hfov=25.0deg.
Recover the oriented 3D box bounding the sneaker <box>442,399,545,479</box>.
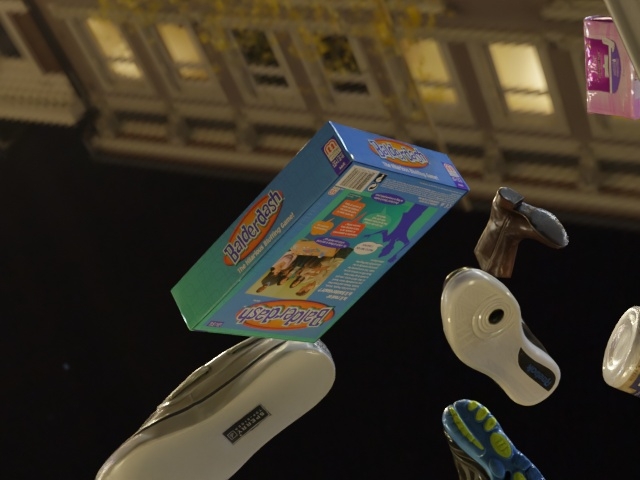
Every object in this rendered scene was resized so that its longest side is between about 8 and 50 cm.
[{"bbox_3d":[0.192,0.255,1.538,0.067,0.078,0.188,-26,-121,-12],"label":"sneaker"}]

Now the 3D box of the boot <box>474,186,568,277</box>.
[{"bbox_3d":[0.224,0.010,1.630,0.037,0.114,0.106,-21,-128,-35],"label":"boot"}]

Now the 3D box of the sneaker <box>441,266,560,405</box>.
[{"bbox_3d":[0.156,0.077,1.468,0.079,0.217,0.121,-39,-137,1],"label":"sneaker"}]

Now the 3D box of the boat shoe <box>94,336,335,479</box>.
[{"bbox_3d":[-0.111,0.170,1.422,0.267,0.096,0.088,-39,-149,4],"label":"boat shoe"}]

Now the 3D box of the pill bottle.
[{"bbox_3d":[0.405,0.144,1.585,0.169,0.094,0.094,21,-129,-5],"label":"pill bottle"}]

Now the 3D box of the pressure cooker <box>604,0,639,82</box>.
[{"bbox_3d":[0.284,-0.273,0.782,0.376,0.420,0.370,-17,-168,44],"label":"pressure cooker"}]

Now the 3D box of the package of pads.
[{"bbox_3d":[0.240,-0.141,1.171,0.032,0.083,0.050,-22,-156,-38],"label":"package of pads"}]

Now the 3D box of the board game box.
[{"bbox_3d":[0.000,0.000,1.200,0.210,0.160,0.047,-46,-123,25],"label":"board game box"}]
